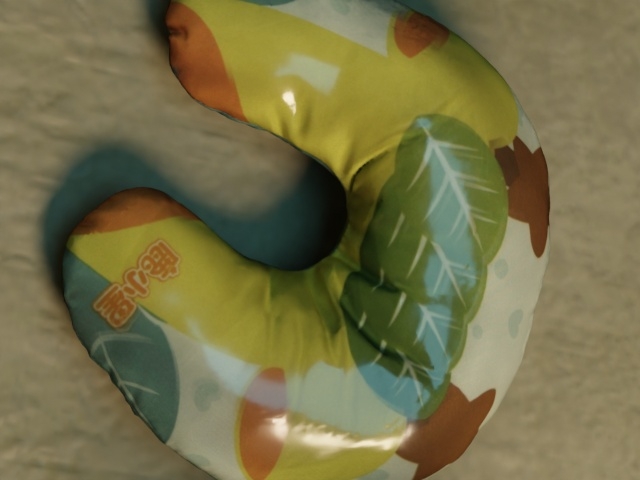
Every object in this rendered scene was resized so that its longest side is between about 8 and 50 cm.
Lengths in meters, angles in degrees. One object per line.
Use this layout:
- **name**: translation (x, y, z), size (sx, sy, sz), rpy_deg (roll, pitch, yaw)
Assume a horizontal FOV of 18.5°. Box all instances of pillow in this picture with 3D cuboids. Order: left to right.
- **pillow**: translation (0.000, 0.000, 0.879), size (0.214, 0.086, 0.233), rpy_deg (26, 79, -13)
